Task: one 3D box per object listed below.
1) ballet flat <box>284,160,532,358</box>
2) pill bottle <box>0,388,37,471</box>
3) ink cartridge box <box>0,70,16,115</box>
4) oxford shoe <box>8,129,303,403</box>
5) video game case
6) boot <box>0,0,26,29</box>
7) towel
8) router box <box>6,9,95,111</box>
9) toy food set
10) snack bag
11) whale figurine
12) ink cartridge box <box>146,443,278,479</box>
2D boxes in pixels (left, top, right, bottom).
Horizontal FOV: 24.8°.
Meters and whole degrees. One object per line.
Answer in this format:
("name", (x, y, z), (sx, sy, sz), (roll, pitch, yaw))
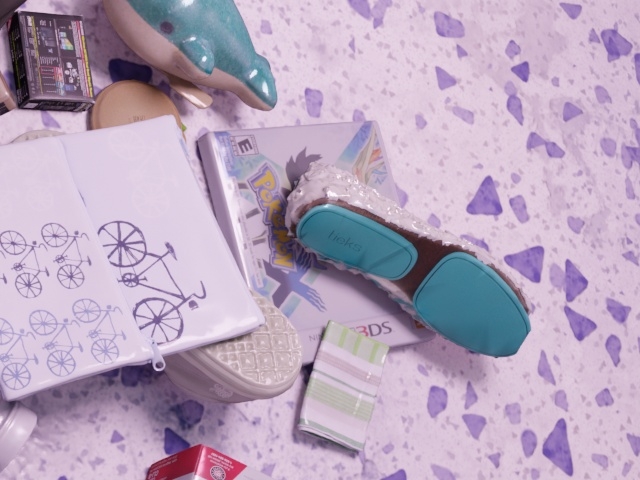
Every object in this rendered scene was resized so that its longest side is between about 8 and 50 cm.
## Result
("ballet flat", (0.128, 0.012, 1.983), (0.409, 0.147, 0.147), (33, 57, -24))
("pill bottle", (-0.419, 0.158, 1.568), (0.221, 0.124, 0.124), (40, 54, -16))
("ink cartridge box", (-0.480, -0.218, 1.634), (0.193, 0.088, 0.235), (-27, 90, -8))
("oxford shoe", (-0.218, 0.045, 1.767), (0.449, 0.130, 0.169), (41, 56, 1))
("video game case", (0.000, 0.000, 1.990), (0.300, 0.036, 0.329), (-8, 78, -38))
("boot", (-0.438, -0.326, 1.718), (0.198, 0.137, 0.077), (43, 25, -23))
("towel", (0.033, 0.194, 1.923), (0.113, 0.023, 0.152), (27, 72, -35))
("router box", (-0.338, -0.224, 1.826), (0.092, 0.038, 0.122), (0, 74, -36))
("toy food set", (-0.236, -0.144, 1.878), (0.132, 0.038, 0.192), (38, 60, -10))
("snack bag", (-0.256, 0.007, 1.670), (0.342, 0.037, 0.323), (-12, 64, -30))
("whale figurine", (-0.150, -0.282, 1.892), (0.272, 0.141, 0.216), (34, 20, -25))
("ink cartridge box", (-0.140, 0.352, 1.695), (0.128, 0.127, 0.176), (31, 54, -25))
